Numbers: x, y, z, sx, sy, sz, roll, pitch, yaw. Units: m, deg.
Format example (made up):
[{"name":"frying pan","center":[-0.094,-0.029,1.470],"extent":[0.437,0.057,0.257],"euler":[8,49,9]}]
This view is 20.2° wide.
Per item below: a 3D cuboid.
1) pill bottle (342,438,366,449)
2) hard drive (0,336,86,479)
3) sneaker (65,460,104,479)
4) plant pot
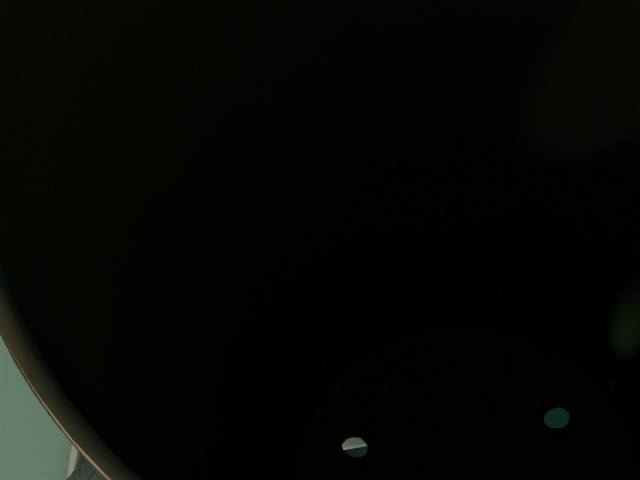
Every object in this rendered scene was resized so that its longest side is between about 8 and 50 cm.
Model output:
[{"name":"pill bottle","center":[0.000,0.000,0.734],"extent":[0.087,0.087,0.160],"euler":[5,109,63]},{"name":"hard drive","center":[-0.174,0.089,1.091],"extent":[0.203,0.040,0.308],"euler":[34,117,53]},{"name":"sneaker","center":[-0.067,0.243,0.998],"extent":[0.153,0.101,0.269],"euler":[34,145,39]},{"name":"plant pot","center":[0.047,0.027,0.516],"extent":[0.256,0.256,0.274],"euler":[60,167,24]}]
